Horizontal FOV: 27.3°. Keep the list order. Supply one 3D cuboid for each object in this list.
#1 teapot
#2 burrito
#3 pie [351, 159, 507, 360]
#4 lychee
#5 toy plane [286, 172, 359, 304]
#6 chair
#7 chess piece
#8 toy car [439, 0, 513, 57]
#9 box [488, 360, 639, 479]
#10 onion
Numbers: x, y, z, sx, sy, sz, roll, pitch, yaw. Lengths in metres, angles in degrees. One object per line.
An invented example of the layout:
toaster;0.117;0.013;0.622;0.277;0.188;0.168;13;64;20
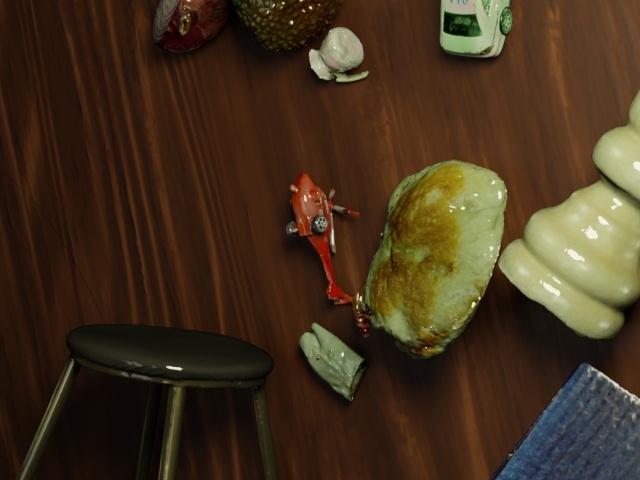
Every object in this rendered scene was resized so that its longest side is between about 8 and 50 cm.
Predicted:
teapot;0.027;-0.258;1.881;0.064;0.064;0.083;-31;108;39
burrito;0.015;0.176;1.928;0.118;0.044;0.074;36;116;23
pie;0.152;0.026;1.752;0.257;0.105;0.275;28;100;61
lychee;-0.046;-0.353;1.869;0.171;0.171;0.171;3;95;34
toy plane;-0.006;0.000;1.914;0.126;0.077;0.194;15;111;41
chair;-0.242;0.345;1.940;0.361;0.364;0.410;12;95;33
chess piece;0.378;-0.057;1.596;0.182;0.182;0.330;41;109;25
toy car;0.206;-0.356;1.738;0.090;0.076;0.224;12;100;34
box;0.350;0.338;1.618;0.261;0.116;0.279;38;89;25
onion;-0.177;-0.363;1.976;0.206;0.098;0.151;-57;32;38
